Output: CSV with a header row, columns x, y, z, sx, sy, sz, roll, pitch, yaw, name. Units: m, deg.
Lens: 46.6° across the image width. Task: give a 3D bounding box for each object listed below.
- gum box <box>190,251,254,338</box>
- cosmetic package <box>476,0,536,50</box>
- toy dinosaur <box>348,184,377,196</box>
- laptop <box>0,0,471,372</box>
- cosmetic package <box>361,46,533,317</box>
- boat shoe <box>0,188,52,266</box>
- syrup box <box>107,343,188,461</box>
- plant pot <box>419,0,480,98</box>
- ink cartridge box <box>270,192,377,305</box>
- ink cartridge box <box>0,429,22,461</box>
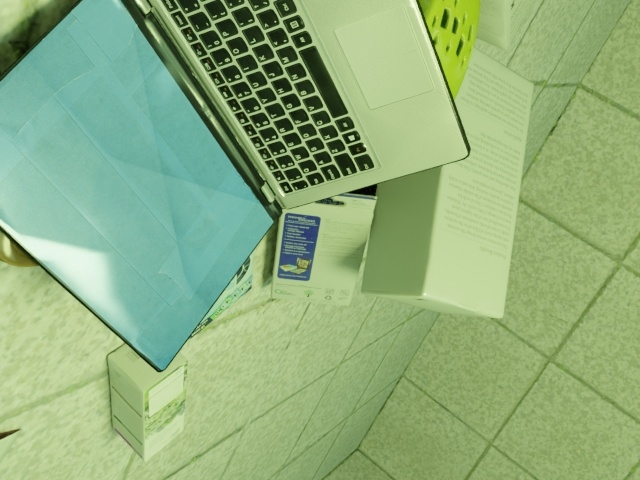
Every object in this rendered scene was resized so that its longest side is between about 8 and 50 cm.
x,y,z,sx,sy,sz,roll,pitch,yaw,name
-0.179,0.063,1.263,0.157,0.041,0.184,-40,157,-33,gum box
0.282,-0.506,1.183,0.217,0.156,0.385,-58,161,-4,cosmetic package
0.126,-0.106,1.531,0.218,0.164,0.322,-45,-173,25,toy dinosaur
-0.075,-0.092,0.770,0.382,0.408,0.236,58,24,-44,laptop
0.237,-0.102,1.361,0.230,0.161,0.453,17,79,-39,cosmetic package
-0.263,-0.030,0.846,0.302,0.098,0.109,-9,111,-58,boat shoe
-0.292,0.264,1.261,0.093,0.096,0.237,-36,154,-36,syrup box
0.101,-0.333,0.992,0.207,0.227,0.228,-64,158,10,plant pot
0.000,0.000,1.382,0.333,0.165,0.065,102,-7,-51,ink cartridge box
-0.517,0.338,0.983,0.189,0.066,0.232,-55,-179,2,ink cartridge box
